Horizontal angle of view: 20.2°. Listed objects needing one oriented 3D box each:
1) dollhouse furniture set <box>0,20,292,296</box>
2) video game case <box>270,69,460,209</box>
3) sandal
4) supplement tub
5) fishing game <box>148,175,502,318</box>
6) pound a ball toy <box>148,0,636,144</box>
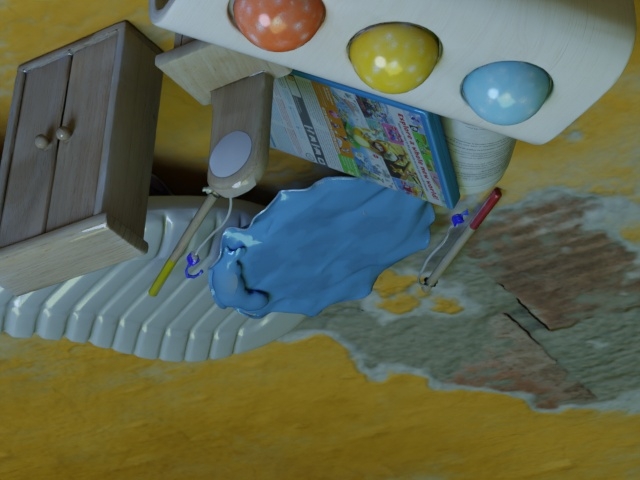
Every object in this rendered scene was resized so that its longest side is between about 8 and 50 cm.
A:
[{"bbox_3d":[-0.239,-0.132,1.117,0.303,0.174,0.355,-18,143,29],"label":"dollhouse furniture set"},{"bbox_3d":[0.014,-0.083,1.256,0.166,0.015,0.119,20,155,25],"label":"video game case"},{"bbox_3d":[-0.170,0.001,1.394,0.416,0.102,0.169,7,133,-38],"label":"sandal"},{"bbox_3d":[0.106,-0.088,1.254,0.071,0.071,0.107,5,147,-3],"label":"supplement tub"},{"bbox_3d":[0.000,0.000,1.387,0.264,0.041,0.189,-2,144,-29],"label":"fishing game"},{"bbox_3d":[0.042,-0.173,1.054,0.319,0.136,0.208,15,146,-24],"label":"pound a ball toy"}]
